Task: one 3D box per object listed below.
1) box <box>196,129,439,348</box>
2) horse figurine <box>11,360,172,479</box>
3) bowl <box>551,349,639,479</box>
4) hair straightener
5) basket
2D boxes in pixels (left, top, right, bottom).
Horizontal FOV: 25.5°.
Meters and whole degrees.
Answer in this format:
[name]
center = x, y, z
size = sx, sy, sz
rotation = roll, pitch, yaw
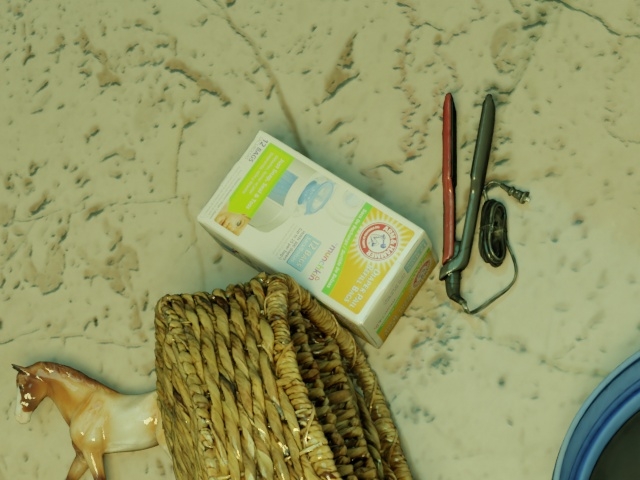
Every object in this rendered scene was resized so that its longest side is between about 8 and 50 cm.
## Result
[box]
center = 0.000, 0.000, 1.388
size = 0.203, 0.103, 0.114
rotation = 33, 82, 20
[horse figurine]
center = -0.174, 0.202, 1.383
size = 0.263, 0.066, 0.174
rotation = -4, 77, 13
[bowl]
center = 0.386, 0.254, 1.193
size = 0.391, 0.077, 0.391
rotation = -1, 62, 3
[hair straightener]
center = 0.161, -0.038, 1.393
size = 0.089, 0.047, 0.230
rotation = 0, 70, 12
[basket]
center = -0.009, 0.172, 1.214
size = 0.223, 0.213, 0.299
rotation = -8, 49, -13
